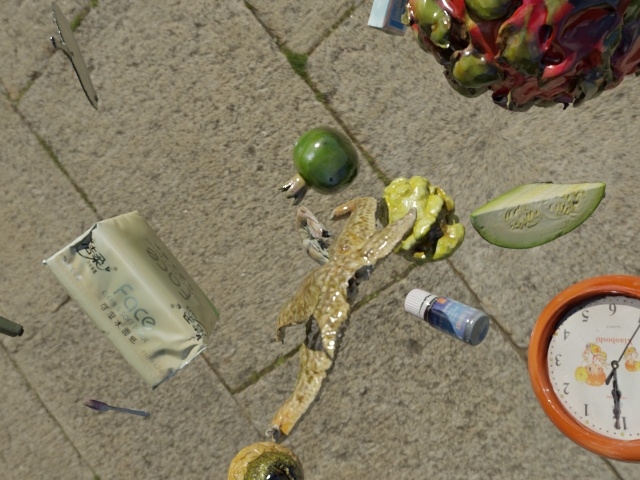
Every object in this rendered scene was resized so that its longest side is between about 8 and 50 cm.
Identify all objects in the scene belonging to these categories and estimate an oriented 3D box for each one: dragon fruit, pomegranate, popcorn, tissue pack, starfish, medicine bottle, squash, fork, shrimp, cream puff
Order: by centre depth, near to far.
[{"bbox_3d":[0.221,-0.268,0.551,0.303,0.231,0.237,45,124,32],"label":"dragon fruit"},{"bbox_3d":[-0.341,0.286,0.860,0.115,0.012,0.016,27,94,-32],"label":"fork"},{"bbox_3d":[0.001,0.098,0.881,0.082,0.324,0.432,32,84,-19],"label":"starfish"},{"bbox_3d":[0.140,-0.449,0.977,0.058,0.074,0.095,35,115,45],"label":"tissue pack"},{"bbox_3d":[0.000,0.000,1.049,0.047,0.223,0.126,-25,120,-18],"label":"shrimp"},{"bbox_3d":[-0.098,0.514,1.058,0.183,0.183,0.169,51,145,2],"label":"cream puff"},{"bbox_3d":[0.486,-0.046,1.121,0.203,0.288,0.111,5,112,41],"label":"squash"},{"bbox_3d":[0.295,0.176,1.206,0.203,0.083,0.084,21,111,50],"label":"medicine bottle"},{"bbox_3d":[-0.008,-0.185,1.317,0.225,0.187,0.187,-41,87,2],"label":"pomegranate"},{"bbox_3d":[-0.469,0.138,1.345,0.205,0.332,0.405,-38,99,3],"label":"tissue pack"},{"bbox_3d":[0.268,-0.053,1.422,0.250,0.242,0.235,37,69,-1],"label":"popcorn"}]

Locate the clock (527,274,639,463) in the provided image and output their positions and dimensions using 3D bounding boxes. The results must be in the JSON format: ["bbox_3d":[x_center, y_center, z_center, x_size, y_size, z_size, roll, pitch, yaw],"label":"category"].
[{"bbox_3d":[0.334,0.140,0.573,0.205,0.051,0.206,-24,59,49],"label":"clock"}]

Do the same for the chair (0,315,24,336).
[{"bbox_3d":[-0.568,0.133,0.661,0.136,0.147,0.270,-28,128,27],"label":"chair"}]

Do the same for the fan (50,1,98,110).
[{"bbox_3d":[-0.255,-0.190,0.519,0.005,0.175,0.113,-20,107,-11],"label":"fan"}]
